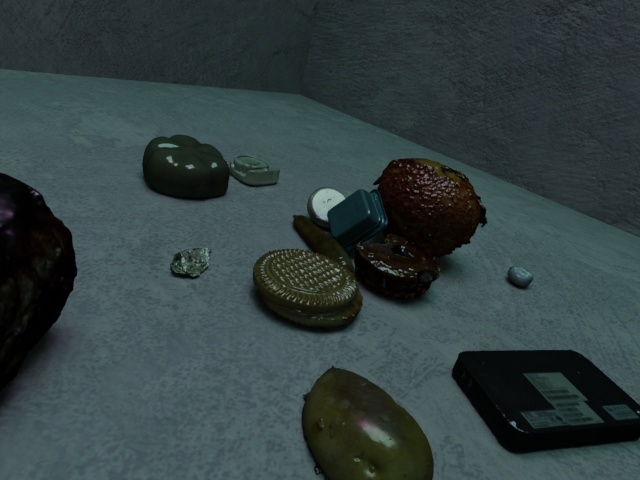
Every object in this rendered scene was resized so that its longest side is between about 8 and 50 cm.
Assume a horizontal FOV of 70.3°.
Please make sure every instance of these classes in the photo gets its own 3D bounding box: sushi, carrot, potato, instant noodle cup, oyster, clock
[{"bbox_3d":[-0.516,0.058,0.598,0.281,0.300,0.294,0,27,4],"label":"sushi"},{"bbox_3d":[-0.001,0.001,1.269,0.070,0.070,0.342,1,27,-28],"label":"carrot"},{"bbox_3d":[0.055,0.289,0.679,0.243,0.098,0.138,28,30,26],"label":"potato"},{"bbox_3d":[0.094,-0.063,1.286,0.070,0.179,0.157,37,30,-39],"label":"instant noodle cup"},{"bbox_3d":[-0.293,0.046,1.042,0.098,0.037,0.100,3,28,-24],"label":"oyster"},{"bbox_3d":[-0.256,-0.263,1.664,0.191,0.062,0.151,32,30,32],"label":"clock"}]

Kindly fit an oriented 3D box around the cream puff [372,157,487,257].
[{"bbox_3d":[0.297,-0.081,1.352,0.350,0.350,0.229,28,67,25],"label":"cream puff"}]

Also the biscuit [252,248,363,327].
[{"bbox_3d":[-0.027,0.102,1.028,0.259,0.079,0.259,12,24,-5],"label":"biscuit"}]

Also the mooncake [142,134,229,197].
[{"bbox_3d":[-0.422,-0.234,1.435,0.274,0.135,0.275,15,28,-8],"label":"mooncake"}]

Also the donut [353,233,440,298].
[{"bbox_3d":[0.200,0.071,1.199,0.216,0.096,0.230,30,29,23],"label":"donut"}]

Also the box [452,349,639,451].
[{"bbox_3d":[0.456,0.307,0.909,0.349,0.058,0.211,4,28,-21],"label":"box"}]

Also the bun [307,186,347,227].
[{"bbox_3d":[0.022,-0.094,1.446,0.138,0.094,0.138,4,62,-9],"label":"bun"}]

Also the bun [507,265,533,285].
[{"bbox_3d":[0.615,0.112,1.404,0.083,0.045,0.083,10,28,-5],"label":"bun"}]
